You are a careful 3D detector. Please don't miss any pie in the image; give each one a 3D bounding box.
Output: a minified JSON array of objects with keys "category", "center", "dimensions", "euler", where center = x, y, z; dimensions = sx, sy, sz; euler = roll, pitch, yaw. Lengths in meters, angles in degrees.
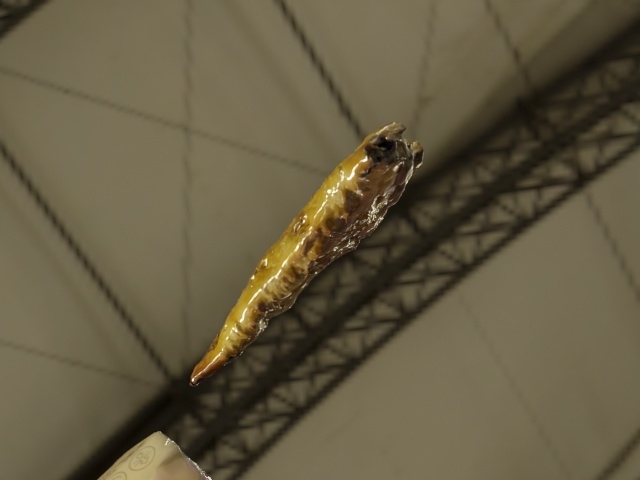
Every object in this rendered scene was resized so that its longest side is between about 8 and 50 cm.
[{"category":"pie","center":[0.000,0.000,0.951],"dimensions":[0.034,0.170,0.092],"euler":[42,-149,5]}]

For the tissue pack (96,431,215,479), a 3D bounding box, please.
[{"category":"tissue pack","center":[-0.122,0.242,0.999],"dimensions":[0.257,0.123,0.215],"euler":[-44,-33,-11]}]
